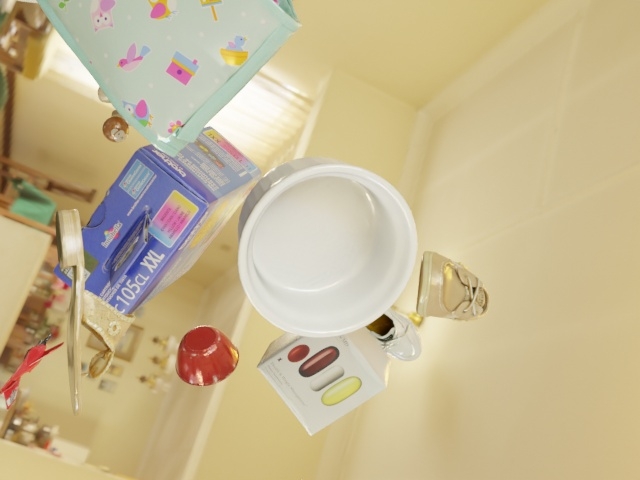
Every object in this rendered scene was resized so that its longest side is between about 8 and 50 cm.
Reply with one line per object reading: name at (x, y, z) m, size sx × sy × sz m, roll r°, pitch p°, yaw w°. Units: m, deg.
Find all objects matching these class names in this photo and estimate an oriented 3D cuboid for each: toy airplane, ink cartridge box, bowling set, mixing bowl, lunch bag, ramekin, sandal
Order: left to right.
toy airplane at (-0.479, 0.210, 1.246) m, size 0.151 × 0.028 × 0.151 m, roll -39°, pitch -159°, yaw 18°
sandal at (-0.256, 0.082, 0.898) m, size 0.088 × 0.079 × 0.239 m, roll -177°, pitch -98°, yaw -66°
bowling set at (-0.371, -0.293, 1.623) m, size 0.287 × 0.154 × 0.199 m, roll 78°, pitch 9°, yaw -73°
ink cartridge box at (-0.275, -0.032, 1.319) m, size 0.270 × 0.151 × 0.395 m, roll -51°, pitch 179°, yaw 18°
lunch bag at (-0.162, -0.255, 0.866) m, size 0.223 × 0.262 × 0.160 m, roll -41°, pitch 164°, yaw 18°
mixing bowl at (-0.324, 0.303, 2.142) m, size 0.181 × 0.182 × 0.098 m, roll -84°, pitch 170°, yaw -48°
ramekin at (0.000, 0.000, 1.211) m, size 0.277 × 0.277 × 0.135 m, roll -63°, pitch -159°, yaw 12°

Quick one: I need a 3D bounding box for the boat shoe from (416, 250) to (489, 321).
boat shoe at (0.256, 0.092, 1.457) m, size 0.341 × 0.110 × 0.121 m, roll 22°, pitch 76°, yaw -70°

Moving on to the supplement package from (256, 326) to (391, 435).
supplement package at (0.012, 0.266, 1.658) m, size 0.203 × 0.194 × 0.149 m, roll -36°, pitch -174°, yaw 15°

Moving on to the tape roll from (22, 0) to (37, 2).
tape roll at (-0.435, -0.484, 1.141) m, size 0.392 × 0.392 × 0.071 m, roll 146°, pitch -57°, yaw -63°

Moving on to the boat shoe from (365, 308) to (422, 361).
boat shoe at (0.192, 0.267, 2.287) m, size 0.136 × 0.367 × 0.156 m, roll -29°, pitch -150°, yaw 16°
